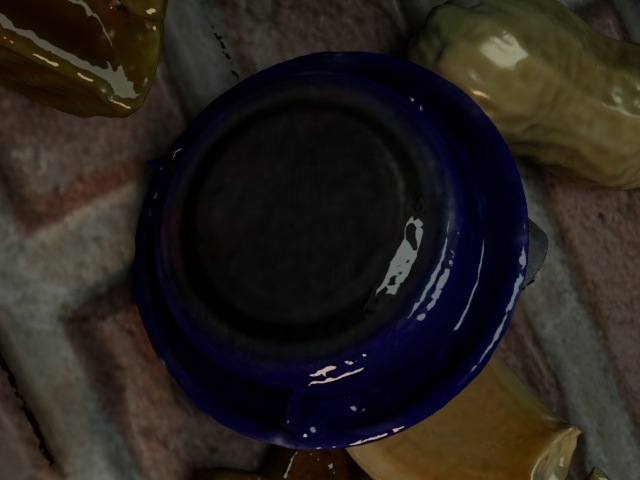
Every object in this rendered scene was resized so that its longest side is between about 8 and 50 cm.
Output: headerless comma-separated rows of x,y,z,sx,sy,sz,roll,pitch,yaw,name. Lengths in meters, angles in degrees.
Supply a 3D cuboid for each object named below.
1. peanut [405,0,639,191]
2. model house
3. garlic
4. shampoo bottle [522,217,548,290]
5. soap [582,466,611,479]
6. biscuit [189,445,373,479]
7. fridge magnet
0.186,-0.113,1.025,0.290,0.130,0.130,18,79,-31,peanut
-0.165,-0.174,0.749,0.173,0.268,0.239,-30,110,-28,model house
0.077,0.080,0.926,0.145,0.164,0.245,-12,71,-50,garlic
0.079,-0.042,0.988,0.214,0.072,0.072,39,70,-23,shampoo bottle
0.182,0.346,0.966,0.199,0.091,0.315,48,46,-19,soap
0.004,0.225,0.951,0.236,0.039,0.180,10,81,-30,biscuit
0.000,0.000,0.849,0.112,0.265,0.266,42,61,-67,fridge magnet
